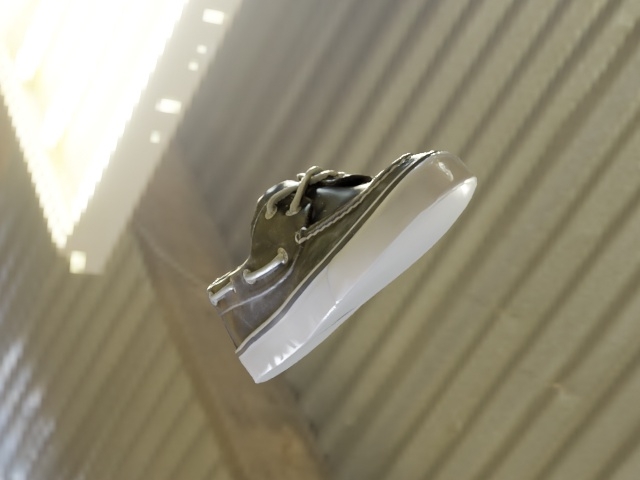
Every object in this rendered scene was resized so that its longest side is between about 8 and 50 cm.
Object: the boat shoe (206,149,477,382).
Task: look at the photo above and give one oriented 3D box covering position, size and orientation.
[{"bbox_3d":[0.000,0.000,1.166,0.102,0.108,0.301,53,-31,6],"label":"boat shoe"}]
